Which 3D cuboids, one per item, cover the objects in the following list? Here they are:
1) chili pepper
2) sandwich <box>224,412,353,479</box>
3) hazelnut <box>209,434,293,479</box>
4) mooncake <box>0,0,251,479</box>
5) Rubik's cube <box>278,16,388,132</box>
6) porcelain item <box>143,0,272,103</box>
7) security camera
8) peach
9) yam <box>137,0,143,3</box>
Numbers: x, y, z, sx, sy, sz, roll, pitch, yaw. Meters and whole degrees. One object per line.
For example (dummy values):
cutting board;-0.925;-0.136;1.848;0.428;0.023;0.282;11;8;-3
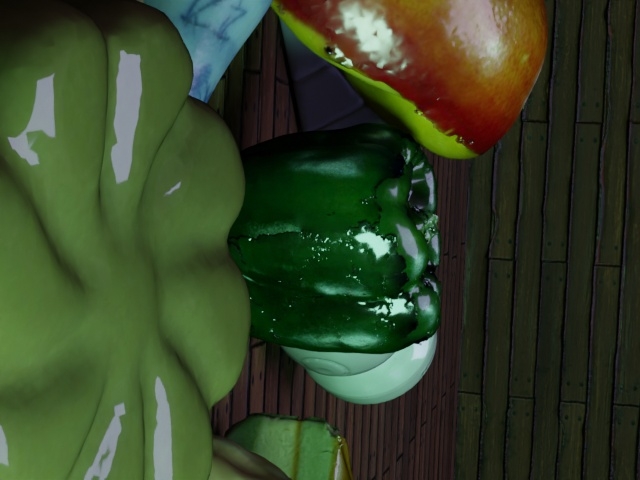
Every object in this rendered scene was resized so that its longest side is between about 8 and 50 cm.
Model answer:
chili pepper;0.000;0.000;1.340;0.248;0.256;0.233;-34;121;-73
sandwich;-0.052;0.338;1.402;0.198;0.155;0.227;-65;153;-55
hazelnut;-0.109;0.289;1.125;0.241;0.261;0.261;-57;171;14
mooncake;-0.181;0.028;0.759;0.378;0.200;0.379;3;90;-75
Rubik's cube;0.088;-0.278;1.657;0.225;0.231;0.221;-69;156;-44
porcelain item;-0.116;-0.185;1.073;0.141;0.141;0.259;46;61;-70
security camera;0.038;0.087;1.638;0.236;0.194;0.195;56;40;-61
peach;0.094;-0.259;1.340;0.242;0.306;0.380;-47;138;4
yam;-0.156;-0.326;1.014;0.081;0.081;0.357;40;54;-72
